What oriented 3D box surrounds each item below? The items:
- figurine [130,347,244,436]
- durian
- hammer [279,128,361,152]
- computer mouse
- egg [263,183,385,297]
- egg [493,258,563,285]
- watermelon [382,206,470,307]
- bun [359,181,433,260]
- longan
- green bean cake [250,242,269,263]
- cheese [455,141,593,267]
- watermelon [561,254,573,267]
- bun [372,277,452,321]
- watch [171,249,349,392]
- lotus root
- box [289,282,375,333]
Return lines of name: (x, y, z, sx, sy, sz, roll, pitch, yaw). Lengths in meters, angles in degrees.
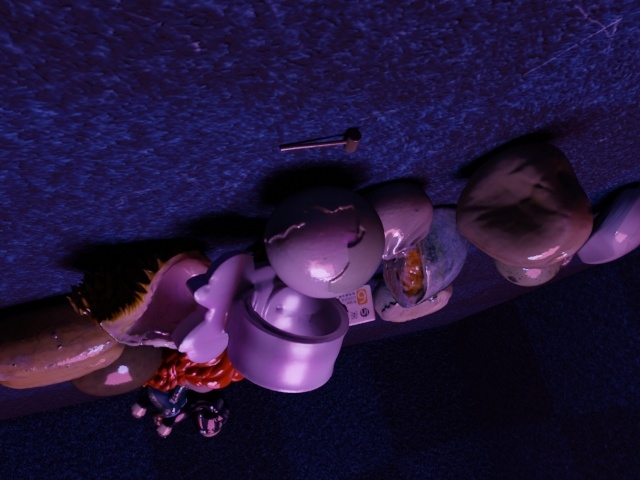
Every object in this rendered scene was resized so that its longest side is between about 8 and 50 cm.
figurine: (-0.359, 0.376, 1.661, 0.306, 0.412, 0.241, 22, -154, 15)
durian: (-0.318, 0.095, 1.070, 0.195, 0.186, 0.305, 6, -175, 33)
hammer: (-0.001, -0.128, 0.819, 0.110, 0.019, 0.035, -10, 164, -11)
computer mouse: (0.797, -0.030, 1.629, 0.184, 0.121, 0.297, -55, 164, -16)
egg: (0.000, 0.000, 0.957, 0.183, 0.183, 0.217, -25, 161, 32)
egg: (0.543, 0.028, 1.587, 0.176, 0.177, 0.228, -23, 174, 26)
watermelon: (0.265, 0.050, 1.393, 0.188, 0.175, 0.322, -12, 165, -9)
bun: (0.125, -0.025, 1.108, 0.172, 0.120, 0.173, -15, 163, -5)
longan: (-0.474, 0.258, 1.398, 0.220, 0.197, 0.196, 0, 160, -23)
green bean cake: (-0.030, 0.034, 1.210, 0.183, 0.094, 0.185, -1, 159, -41)
cheese: (0.345, -0.062, 1.048, 0.235, 0.218, 0.117, 14, -173, 37)
watermelon: (0.674, -0.010, 1.751, 0.146, 0.128, 0.231, -44, 180, -16)
bun: (0.274, 0.148, 1.813, 0.238, 0.142, 0.239, -13, 158, -5)
watch: (-0.079, 0.139, 1.012, 0.248, 0.217, 0.211, -10, 125, -48)
lotus root: (-0.511, 0.198, 1.225, 0.342, 0.152, 0.169, -14, 152, -7)
box: (-0.016, 0.135, 1.404, 0.220, 0.091, 0.274, -12, -171, -12)
